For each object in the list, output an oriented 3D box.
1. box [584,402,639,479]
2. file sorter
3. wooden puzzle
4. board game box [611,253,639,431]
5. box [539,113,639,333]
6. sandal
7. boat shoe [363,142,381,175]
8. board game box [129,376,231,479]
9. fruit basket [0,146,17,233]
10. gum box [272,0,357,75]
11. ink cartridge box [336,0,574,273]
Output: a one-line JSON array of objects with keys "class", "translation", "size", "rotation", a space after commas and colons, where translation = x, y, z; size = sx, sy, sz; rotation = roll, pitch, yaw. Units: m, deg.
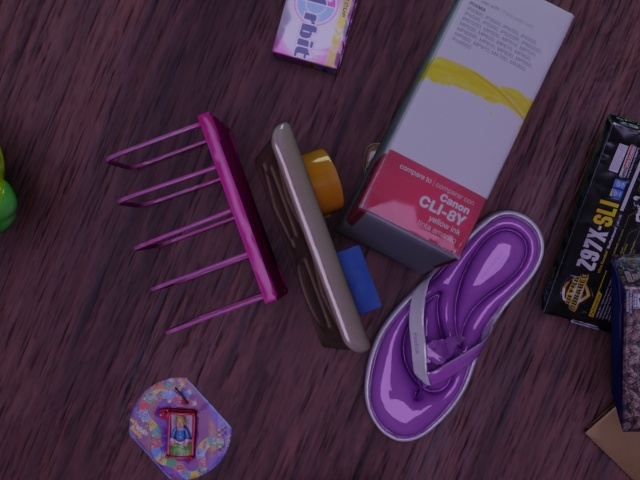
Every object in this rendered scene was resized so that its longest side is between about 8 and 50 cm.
[{"class": "box", "translation": [0.549, 0.320, 1.596], "size": [0.201, 0.021, 0.164], "rotation": [44, 105, 0]}, {"class": "file sorter", "translation": [-0.190, -0.020, 1.545], "size": [0.182, 0.202, 0.291], "rotation": [-20, 89, 3]}, {"class": "wooden puzzle", "translation": [0.000, 0.000, 1.468], "size": [0.080, 0.348, 0.322], "rotation": [-20, 89, -7]}, {"class": "board game box", "translation": [0.578, 0.146, 1.457], "size": [0.291, 0.141, 0.232], "rotation": [-2, 107, 10]}, {"class": "box", "translation": [0.510, -0.003, 1.535], "size": [0.257, 0.079, 0.322], "rotation": [17, 110, 5]}, {"class": "sandal", "translation": [0.202, 0.127, 1.582], "size": [0.169, 0.102, 0.416], "rotation": [31, 91, 2]}, {"class": "boat shoe", "translation": [0.098, -0.082, 1.612], "size": [0.056, 0.048, 0.153], "rotation": [-3, 90, 2]}, {"class": "board game box", "translation": [-0.231, 0.309, 1.628], "size": [0.133, 0.033, 0.169], "rotation": [-42, 88, 1]}, {"class": "fruit basket", "translation": [-0.589, -0.165, 1.474], "size": [0.392, 0.392, 0.283], "rotation": [15, 90, 2]}, {"class": "gum box", "translation": [0.000, -0.373, 1.609], "size": [0.107, 0.062, 0.188], "rotation": [15, 90, 2]}, {"class": "ink cartridge box", "translation": [0.189, -0.162, 1.471], "size": [0.160, 0.279, 0.385], "rotation": [26, 82, -1]}]
